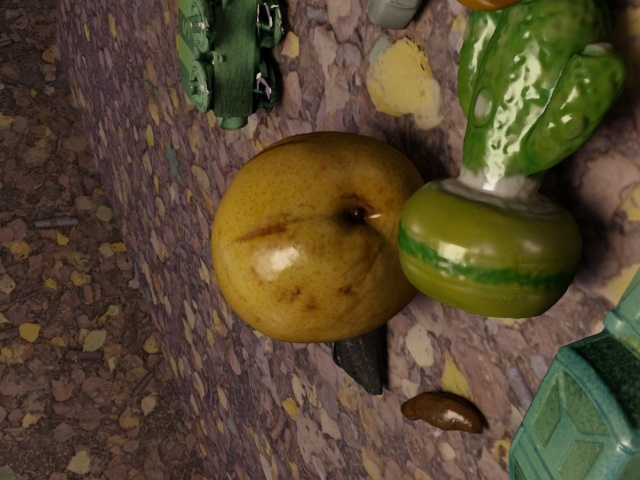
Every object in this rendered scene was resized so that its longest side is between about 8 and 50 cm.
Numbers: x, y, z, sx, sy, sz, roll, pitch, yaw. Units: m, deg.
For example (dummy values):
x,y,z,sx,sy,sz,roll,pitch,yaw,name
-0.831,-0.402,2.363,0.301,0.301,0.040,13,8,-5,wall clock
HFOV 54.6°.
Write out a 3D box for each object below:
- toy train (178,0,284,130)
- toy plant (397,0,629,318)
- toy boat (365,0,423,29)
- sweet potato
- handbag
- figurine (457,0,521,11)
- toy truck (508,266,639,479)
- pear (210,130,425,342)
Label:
x,y,z,sx,sy,sz,roll,pitch,yaw,name
-0.176,-0.361,1.119,0.238,0.167,0.299,55,145,42,toy train
0.188,-0.095,0.609,0.224,0.184,0.315,-127,41,-65,toy plant
0.115,-0.359,0.692,0.260,0.078,0.085,115,155,-53,toy boat
0.167,0.252,0.925,0.182,0.054,0.053,-15,82,64,sweet potato
0.025,0.142,1.100,0.270,0.089,0.175,42,145,45,handbag
0.193,-0.254,0.439,0.215,0.228,0.215,-172,90,-71,figurine
0.274,0.159,0.519,0.155,0.156,0.278,-108,26,-56,toy truck
0.000,0.000,0.844,0.314,0.314,0.314,35,133,49,pear
